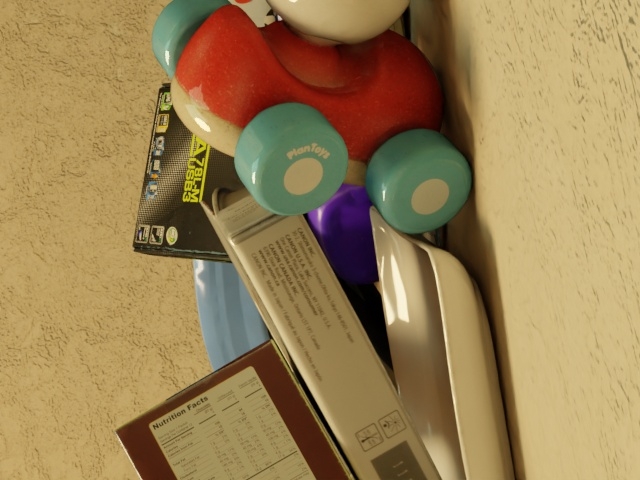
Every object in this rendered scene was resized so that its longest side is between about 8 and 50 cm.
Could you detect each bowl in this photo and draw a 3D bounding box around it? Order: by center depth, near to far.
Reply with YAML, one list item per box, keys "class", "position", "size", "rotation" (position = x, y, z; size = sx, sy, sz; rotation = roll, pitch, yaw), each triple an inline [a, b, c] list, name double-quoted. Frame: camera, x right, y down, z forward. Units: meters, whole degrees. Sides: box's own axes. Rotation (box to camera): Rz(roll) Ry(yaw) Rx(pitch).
- class: "bowl"
  position: [-0.058, -0.008, 1.912]
  size: [0.391, 0.077, 0.391]
  rotation: [1, -90, -76]

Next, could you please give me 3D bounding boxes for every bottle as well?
- class: "bottle"
  position: [0.020, -0.068, 1.532]
  size: [0.283, 0.092, 0.118]
  rotation: [-108, -3, -60]

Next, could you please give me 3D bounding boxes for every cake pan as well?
- class: "cake pan"
  position: [0.007, 0.055, 1.509]
  size: [0.293, 0.054, 0.293]
  rotation: [52, -171, -12]

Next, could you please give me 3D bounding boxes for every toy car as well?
- class: "toy car"
  position: [0.021, -0.165, 1.144]
  size: [0.219, 0.210, 0.238]
  rotation: [55, 128, 48]

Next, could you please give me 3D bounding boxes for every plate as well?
- class: "plate"
  position: [0.100, 0.118, 1.260]
  size: [0.277, 0.045, 0.278]
  rotation: [-137, 36, -79]

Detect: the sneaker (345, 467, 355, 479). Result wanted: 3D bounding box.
- class: "sneaker"
  position: [0.041, 0.292, 1.671]
  size: [0.292, 0.108, 0.169]
  rotation: [-47, -53, -71]

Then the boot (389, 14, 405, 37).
- class: "boot"
  position: [-0.014, -0.158, 1.346]
  size: [0.213, 0.165, 0.077]
  rotation: [84, 173, -52]

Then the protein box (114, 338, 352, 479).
- class: "protein box"
  position: [-0.040, 0.208, 1.238]
  size: [0.201, 0.136, 0.200]
  rotation: [60, 176, 12]

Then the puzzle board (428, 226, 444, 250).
- class: "puzzle board"
  position: [0.083, -0.065, 1.320]
  size: [0.096, 0.011, 0.128]
  rotation: [87, 173, -51]

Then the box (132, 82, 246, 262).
- class: "box"
  position: [-0.117, -0.073, 1.686]
  size: [0.184, 0.045, 0.191]
  rotation: [5, 84, 51]

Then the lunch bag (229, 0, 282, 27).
- class: "lunch bag"
  position: [-0.067, -0.305, 1.798]
  size: [0.303, 0.115, 0.243]
  rotation: [-83, -12, -69]

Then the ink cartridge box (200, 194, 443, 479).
- class: "ink cartridge box"
  position: [0.002, 0.086, 1.259]
  size: [0.275, 0.060, 0.239]
  rotation: [62, 177, -12]
